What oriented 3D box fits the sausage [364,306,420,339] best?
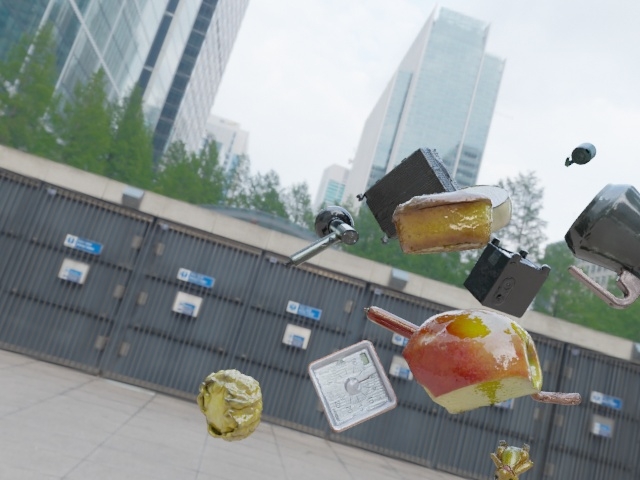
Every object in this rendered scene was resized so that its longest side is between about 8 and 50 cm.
[{"bbox_3d":[0.310,0.360,2.419,0.264,0.083,0.083,25,-10,9],"label":"sausage"}]

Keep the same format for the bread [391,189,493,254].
[{"bbox_3d":[0.355,-0.047,1.598,0.312,0.172,0.312,-5,-9,-1],"label":"bread"}]

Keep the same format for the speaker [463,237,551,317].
[{"bbox_3d":[0.778,0.157,2.290,0.232,0.254,0.184,20,18,-24],"label":"speaker"}]

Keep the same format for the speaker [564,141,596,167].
[{"bbox_3d":[0.794,-0.263,1.695,0.094,0.060,0.075,-14,10,46],"label":"speaker"}]

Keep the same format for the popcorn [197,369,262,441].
[{"bbox_3d":[-0.304,0.568,1.904,0.250,0.250,0.190,12,1,20],"label":"popcorn"}]

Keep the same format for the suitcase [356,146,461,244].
[{"bbox_3d":[0.334,-0.167,2.063,0.335,0.229,0.152,-39,-17,35],"label":"suitcase"}]

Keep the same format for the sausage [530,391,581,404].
[{"bbox_3d":[0.772,0.517,1.812,0.158,0.042,0.036,2,-50,20],"label":"sausage"}]

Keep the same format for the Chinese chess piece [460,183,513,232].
[{"bbox_3d":[0.605,-0.120,2.137,0.270,0.270,0.112,7,-58,41],"label":"Chinese chess piece"}]

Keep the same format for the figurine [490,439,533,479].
[{"bbox_3d":[0.538,0.668,1.569,0.121,0.122,0.176,3,17,32],"label":"figurine"}]

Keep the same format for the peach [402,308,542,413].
[{"bbox_3d":[0.415,0.331,1.602,0.380,0.306,0.242,-22,-49,28],"label":"peach"}]

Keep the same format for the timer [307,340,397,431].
[{"bbox_3d":[0.121,0.525,1.997,0.250,0.257,0.161,-26,-19,4],"label":"timer"}]

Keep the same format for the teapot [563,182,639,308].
[{"bbox_3d":[1.030,0.028,1.857,0.362,0.376,0.305,41,-9,23],"label":"teapot"}]

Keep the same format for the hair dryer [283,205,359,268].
[{"bbox_3d":[-0.007,-0.017,2.043,0.284,0.155,0.320,-12,12,2],"label":"hair dryer"}]
